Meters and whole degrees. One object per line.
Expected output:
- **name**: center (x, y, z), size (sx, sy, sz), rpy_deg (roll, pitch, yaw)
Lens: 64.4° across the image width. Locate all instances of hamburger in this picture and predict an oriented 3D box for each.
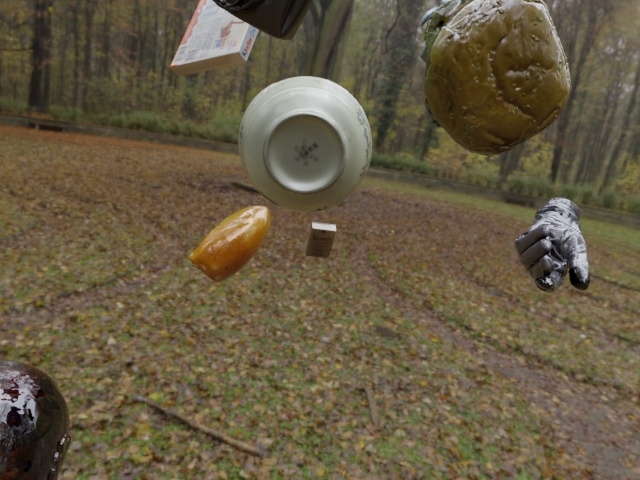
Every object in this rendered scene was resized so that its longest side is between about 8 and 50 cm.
- **hamburger**: center (0.311, -0.301, 0.902), size (0.265, 0.285, 0.134), rpy_deg (-32, 26, 6)

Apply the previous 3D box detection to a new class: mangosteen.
- **mangosteen**: center (-0.605, 0.361, 0.880), size (0.330, 0.330, 0.330), rpy_deg (9, 12, -2)

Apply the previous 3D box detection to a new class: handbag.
- **handbag**: center (-0.130, -0.596, 1.063), size (0.285, 0.257, 0.113), rpy_deg (33, 21, -2)

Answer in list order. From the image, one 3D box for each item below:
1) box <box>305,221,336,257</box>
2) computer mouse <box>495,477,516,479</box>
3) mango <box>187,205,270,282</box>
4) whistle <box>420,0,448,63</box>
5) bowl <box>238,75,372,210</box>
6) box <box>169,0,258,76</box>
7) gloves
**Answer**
- **box**: center (0.000, 0.000, 1.092), size (0.053, 0.083, 0.024), rpy_deg (7, 40, -10)
- **computer mouse**: center (0.344, 0.555, 1.025), size (0.120, 0.057, 0.232), rpy_deg (-30, -1, 27)
- **mango**: center (-0.224, 0.001, 1.340), size (0.126, 0.252, 0.154), rpy_deg (48, -22, -12)
- **whistle**: center (0.367, -0.563, 1.336), size (0.180, 0.269, 0.093), rpy_deg (35, 44, -13)
- **bowl**: center (-0.026, -0.149, 0.837), size (0.237, 0.238, 0.126), rpy_deg (8, 16, -3)
- **box**: center (-0.279, -0.602, 1.443), size (0.265, 0.273, 0.048), rpy_deg (3, -25, 34)
- **gloves**: center (0.442, 0.013, 0.958), size (0.142, 0.119, 0.285), rpy_deg (23, 32, 21)
